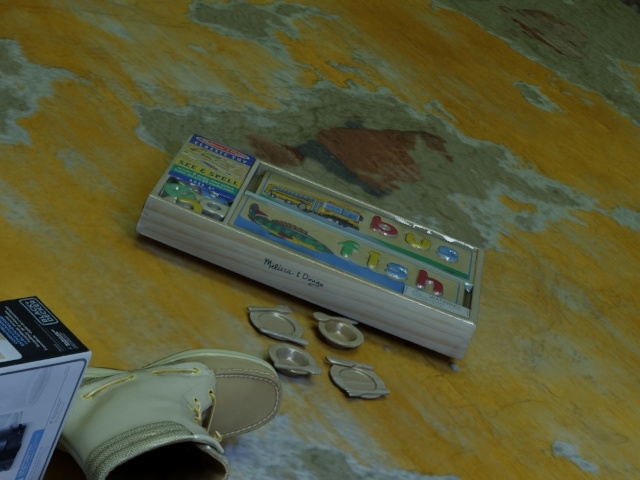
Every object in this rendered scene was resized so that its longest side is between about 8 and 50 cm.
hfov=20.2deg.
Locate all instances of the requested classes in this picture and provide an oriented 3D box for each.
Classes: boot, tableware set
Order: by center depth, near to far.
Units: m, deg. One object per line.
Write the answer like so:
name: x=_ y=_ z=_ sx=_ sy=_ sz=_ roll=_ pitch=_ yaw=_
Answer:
boot: x=-0.118 y=0.174 z=1.624 sx=0.262 sy=0.095 sz=0.203 roll=1 pitch=16 yaw=-31
tableware set: x=-0.003 y=0.119 z=1.978 sx=0.141 sy=0.020 sz=0.168 roll=11 pitch=27 yaw=-22

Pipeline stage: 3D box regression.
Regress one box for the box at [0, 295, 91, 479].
box: x=-0.343 y=0.151 z=1.462 sx=0.290 sy=0.169 sz=0.087 roll=-6 pitch=40 yaw=-49

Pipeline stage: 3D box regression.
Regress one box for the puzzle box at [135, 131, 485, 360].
puzzle box: x=0.000 y=0.000 z=2.159 sx=0.409 sy=0.052 sz=0.272 roll=22 pitch=20 yaw=-1
